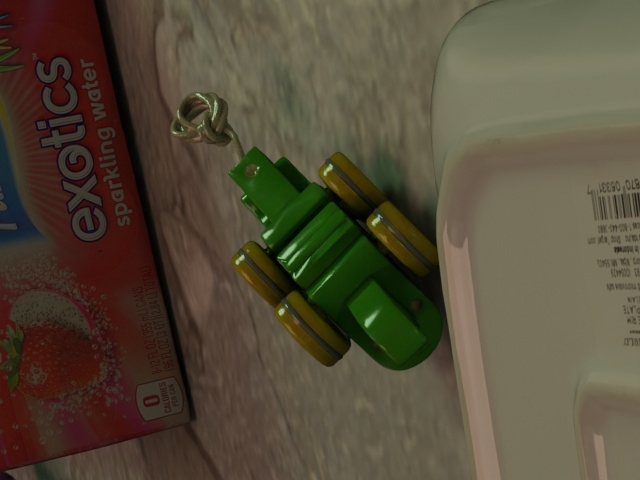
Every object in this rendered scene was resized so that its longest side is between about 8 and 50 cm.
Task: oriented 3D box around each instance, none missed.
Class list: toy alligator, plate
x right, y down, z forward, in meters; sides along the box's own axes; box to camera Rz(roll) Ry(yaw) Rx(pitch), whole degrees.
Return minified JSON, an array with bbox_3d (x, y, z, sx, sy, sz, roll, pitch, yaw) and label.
[{"bbox_3d":[0.000,0.000,0.674,0.051,0.056,0.189,44,-178,-39],"label":"toy alligator"},{"bbox_3d":[0.103,0.067,0.465,0.277,0.045,0.278,-178,78,-68],"label":"plate"}]

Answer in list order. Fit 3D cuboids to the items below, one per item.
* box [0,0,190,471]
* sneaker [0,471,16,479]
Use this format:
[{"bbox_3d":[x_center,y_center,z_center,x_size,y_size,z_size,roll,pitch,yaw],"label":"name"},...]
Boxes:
[{"bbox_3d":[-0.189,-0.029,0.966,0.142,0.154,0.300,162,96,-68],"label":"box"},{"bbox_3d":[-0.186,0.193,1.162,0.282,0.102,0.161,47,140,34],"label":"sneaker"}]
